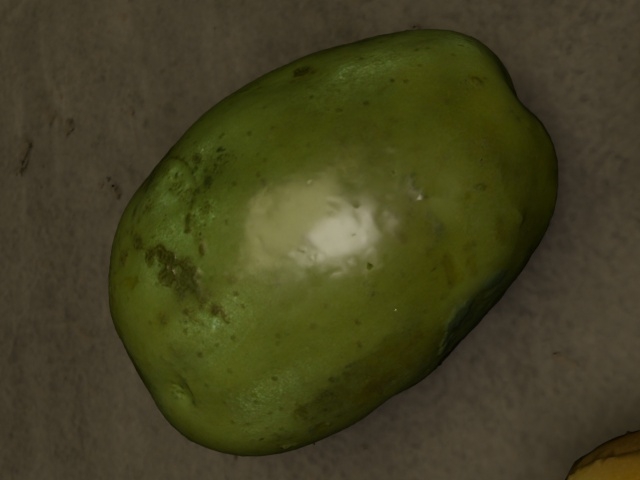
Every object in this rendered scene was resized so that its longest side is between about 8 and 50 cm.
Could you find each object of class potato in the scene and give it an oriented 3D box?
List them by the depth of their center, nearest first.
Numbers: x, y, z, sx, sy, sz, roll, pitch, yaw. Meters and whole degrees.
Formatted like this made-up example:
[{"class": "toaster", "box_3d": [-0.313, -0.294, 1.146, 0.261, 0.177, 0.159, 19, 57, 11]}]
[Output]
[{"class": "potato", "box_3d": [0.000, 0.002, 0.654, 0.304, 0.216, 0.215, -37, 65, 22]}]

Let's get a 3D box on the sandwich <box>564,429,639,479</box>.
[{"class": "sandwich", "box_3d": [0.259, 0.174, 0.499, 0.251, 0.087, 0.226, -26, 91, 25]}]
